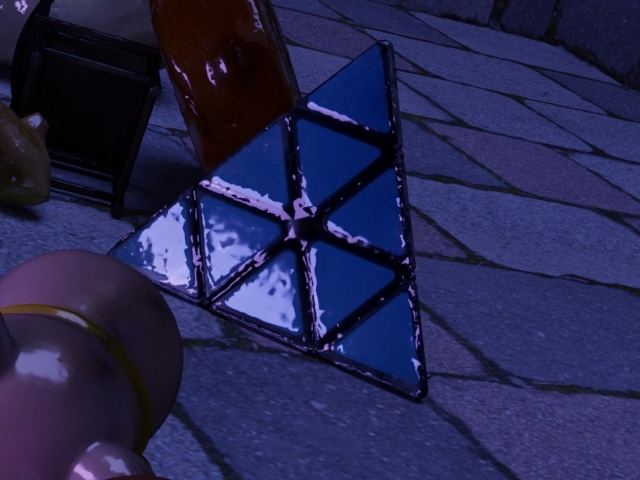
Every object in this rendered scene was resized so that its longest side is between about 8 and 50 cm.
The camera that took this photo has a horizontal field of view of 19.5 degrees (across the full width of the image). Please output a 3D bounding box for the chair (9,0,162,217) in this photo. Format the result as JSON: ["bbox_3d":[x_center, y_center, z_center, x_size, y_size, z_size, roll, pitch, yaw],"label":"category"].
[{"bbox_3d":[-0.243,-0.139,1.849,0.141,0.154,0.260,16,18,-11],"label":"chair"}]

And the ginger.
[{"bbox_3d":[-0.356,-0.136,1.667,0.299,0.118,0.065,42,-27,-10],"label":"ginger"}]

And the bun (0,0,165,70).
[{"bbox_3d":[-0.322,-0.319,2.264,0.361,0.213,0.361,16,13,-4],"label":"bun"}]

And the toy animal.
[{"bbox_3d":[-0.158,0.091,1.111,0.165,0.149,0.248,36,14,-5],"label":"toy animal"}]

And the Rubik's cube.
[{"bbox_3d":[0.002,0.001,1.637,0.228,0.233,0.229,51,50,-18],"label":"Rubik's cube"}]

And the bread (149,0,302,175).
[{"bbox_3d":[-0.085,-0.161,1.868,0.114,0.295,0.328,-17,20,3],"label":"bread"}]

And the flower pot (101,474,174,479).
[{"bbox_3d":[-0.078,0.188,0.846,0.190,0.191,0.173,17,4,-4],"label":"flower pot"}]
